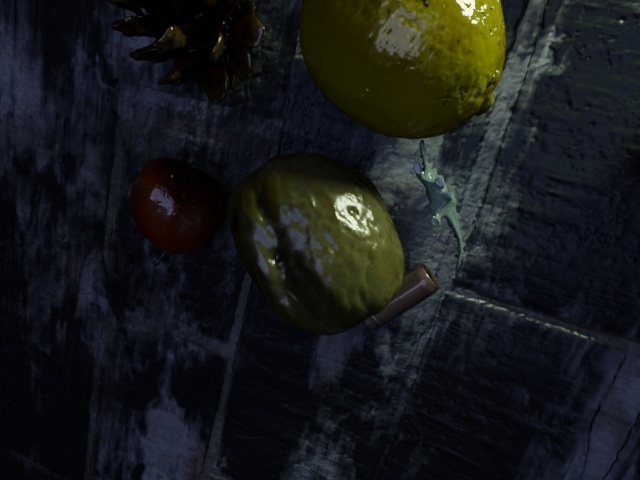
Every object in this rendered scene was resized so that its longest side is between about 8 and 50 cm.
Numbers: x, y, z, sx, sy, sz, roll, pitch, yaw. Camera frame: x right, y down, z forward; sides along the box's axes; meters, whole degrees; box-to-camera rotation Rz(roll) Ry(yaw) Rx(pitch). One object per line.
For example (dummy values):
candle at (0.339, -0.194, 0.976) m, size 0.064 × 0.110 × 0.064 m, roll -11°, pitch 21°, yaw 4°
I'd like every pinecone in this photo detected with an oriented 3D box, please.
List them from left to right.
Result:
pinecone at (-0.208, -0.334, 0.633) m, size 0.229 × 0.201 × 0.202 m, roll 38°, pitch 97°, yaw 33°

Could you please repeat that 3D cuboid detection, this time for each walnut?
walnut at (0.000, 0.000, 0.621) m, size 0.227 × 0.283 × 0.282 m, roll -24°, pitch 94°, yaw 52°

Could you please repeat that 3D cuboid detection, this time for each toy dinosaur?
toy dinosaur at (0.185, -0.052, 0.625) m, size 0.039 × 0.082 × 0.208 m, roll -16°, pitch 99°, yaw 24°

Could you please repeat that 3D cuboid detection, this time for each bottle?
bottle at (0.127, 0.096, 0.691) m, size 0.140 × 0.053 × 0.053 m, roll -38°, pitch 89°, yaw 21°

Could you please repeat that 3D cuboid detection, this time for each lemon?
lemon at (0.101, -0.255, 0.531) m, size 0.264 × 0.236 × 0.235 m, roll 16°, pitch 107°, yaw -6°

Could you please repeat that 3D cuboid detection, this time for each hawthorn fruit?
hawthorn fruit at (-0.258, -0.042, 0.732) m, size 0.157 × 0.157 × 0.193 m, roll 26°, pitch 106°, yaw 11°
